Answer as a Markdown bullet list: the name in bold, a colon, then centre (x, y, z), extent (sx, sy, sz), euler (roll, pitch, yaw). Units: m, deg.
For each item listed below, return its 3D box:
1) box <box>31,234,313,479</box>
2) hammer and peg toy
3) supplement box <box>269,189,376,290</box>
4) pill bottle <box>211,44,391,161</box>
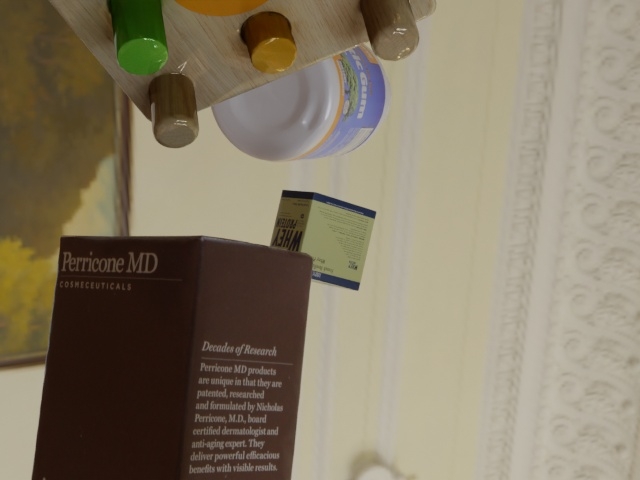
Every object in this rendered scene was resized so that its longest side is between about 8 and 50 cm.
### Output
- **box**: centre (-0.132, 0.189, 0.910), extent (0.191, 0.143, 0.381), euler (-1, -100, 41)
- **hammer and peg toy**: centre (-0.081, -0.233, 0.737), extent (0.361, 0.266, 0.127), euler (56, 18, -52)
- **supplement box**: centre (0.000, 0.000, 1.090), extent (0.056, 0.083, 0.083), euler (7, -96, 53)
- **pill bottle**: centre (-0.007, -0.173, 1.288), extent (0.152, 0.272, 0.152), euler (3, -82, 21)
